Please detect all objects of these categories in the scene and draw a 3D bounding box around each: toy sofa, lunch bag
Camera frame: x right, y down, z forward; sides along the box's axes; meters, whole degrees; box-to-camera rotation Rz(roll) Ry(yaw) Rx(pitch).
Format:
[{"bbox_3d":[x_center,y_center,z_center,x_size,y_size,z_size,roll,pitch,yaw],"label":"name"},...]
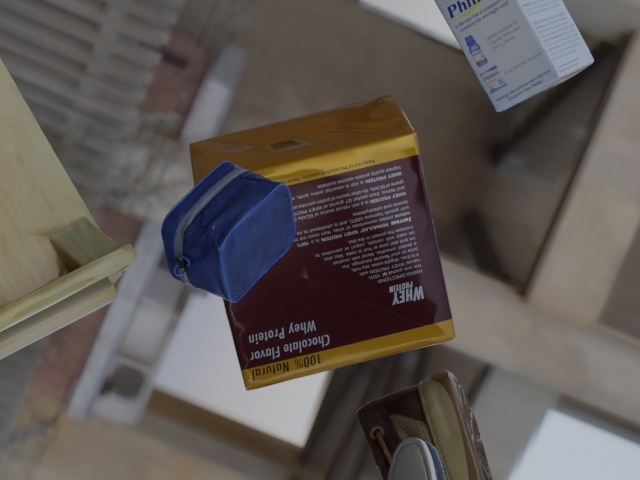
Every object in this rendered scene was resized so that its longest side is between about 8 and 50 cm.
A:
[{"bbox_3d":[-0.325,-0.077,1.511,0.150,0.362,0.177,-28,176,-27],"label":"toy sofa"},{"bbox_3d":[-0.072,-0.006,1.251,0.098,0.065,0.067,-45,143,-36],"label":"lunch bag"}]

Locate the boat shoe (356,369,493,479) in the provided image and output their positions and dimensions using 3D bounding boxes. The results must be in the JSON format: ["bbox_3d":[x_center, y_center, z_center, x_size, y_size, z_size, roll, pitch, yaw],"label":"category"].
[{"bbox_3d":[0.101,0.281,1.495,0.123,0.123,0.342,57,18,-61],"label":"boat shoe"}]

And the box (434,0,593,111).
[{"bbox_3d":[0.178,-0.201,1.609,0.072,0.137,0.126,-28,180,26],"label":"box"}]

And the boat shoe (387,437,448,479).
[{"bbox_3d":[0.071,0.182,1.057,0.046,0.038,0.125,-23,-109,51],"label":"boat shoe"}]

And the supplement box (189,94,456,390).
[{"bbox_3d":[0.000,0.000,1.518,0.129,0.191,0.194,-109,-175,-70],"label":"supplement box"}]
